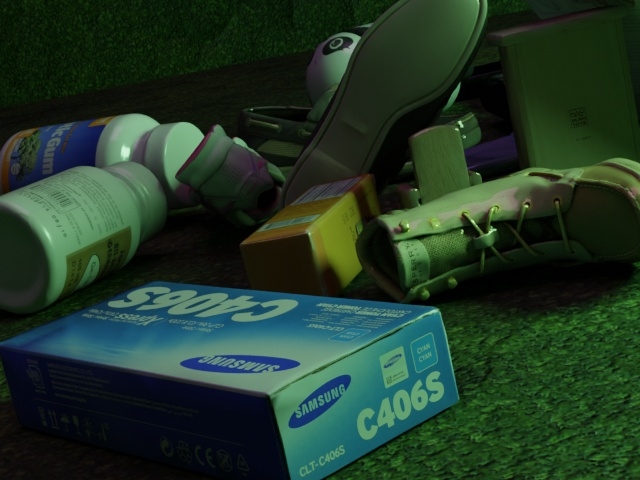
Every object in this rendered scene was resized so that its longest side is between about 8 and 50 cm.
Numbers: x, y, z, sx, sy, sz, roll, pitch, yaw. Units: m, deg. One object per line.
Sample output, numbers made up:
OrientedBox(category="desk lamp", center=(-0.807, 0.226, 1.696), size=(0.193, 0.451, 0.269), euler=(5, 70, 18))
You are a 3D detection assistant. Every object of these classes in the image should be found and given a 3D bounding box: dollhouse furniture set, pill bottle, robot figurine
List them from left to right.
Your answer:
OrientedBox(category="pill bottle", center=(-0.279, -0.013, 1.587), size=(0.131, 0.131, 0.229), euler=(-4, 15, 32))
OrientedBox(category="pill bottle", center=(-0.285, -0.089, 1.873), size=(0.272, 0.152, 0.152), euler=(-6, 14, 30))
OrientedBox(category="robot figurine", center=(0.106, -0.263, 2.200), size=(0.278, 0.209, 0.173), euler=(-21, 45, -35))
OrientedBox(category="dollhouse furniture set", center=(0.182, -0.137, 1.542), size=(0.286, 0.198, 0.303), euler=(-14, 12, -10))

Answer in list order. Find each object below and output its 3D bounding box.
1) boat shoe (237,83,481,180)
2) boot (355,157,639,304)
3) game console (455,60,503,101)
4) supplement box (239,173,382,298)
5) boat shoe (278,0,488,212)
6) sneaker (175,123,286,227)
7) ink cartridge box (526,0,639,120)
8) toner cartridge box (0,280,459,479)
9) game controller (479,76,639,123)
OrientedBox(category="boat shoe", center=(0.034, -0.144, 1.859), size=(0.355, 0.130, 0.132), euler=(-6, 14, 25))
OrientedBox(category="boot", center=(0.162, -0.005, 1.220), size=(0.203, 0.095, 0.262), euler=(-17, 12, -22))
OrientedBox(category="game console", center=(0.306, -0.256, 2.295), size=(0.213, 0.044, 0.361), euler=(-13, 12, 2))
OrientedBox(category="supplement box", center=(0.000, 0.000, 1.395), size=(0.080, 0.078, 0.233), euler=(-10, 12, 22))
OrientedBox(category="boat shoe", center=(0.069, -0.145, 1.533), size=(0.335, 0.112, 0.095), euler=(-55, -10, 15))
OrientedBox(category="sneaker", center=(-0.099, -0.062, 1.737), size=(0.103, 0.111, 0.252), euler=(-52, -6, 3))
OrientedBox(category="ink cartridge box", center=(0.368, -0.238, 1.469), size=(0.091, 0.385, 0.308), euler=(-54, 25, -10))
OrientedBox(category="toner cartridge box", center=(-0.081, 0.098, 1.053), size=(0.165, 0.075, 0.348), euler=(-24, 18, -39))
OrientedBox(category="game controller", center=(0.330, -0.191, 1.934), size=(0.166, 0.067, 0.319), euler=(-13, 13, -5))
